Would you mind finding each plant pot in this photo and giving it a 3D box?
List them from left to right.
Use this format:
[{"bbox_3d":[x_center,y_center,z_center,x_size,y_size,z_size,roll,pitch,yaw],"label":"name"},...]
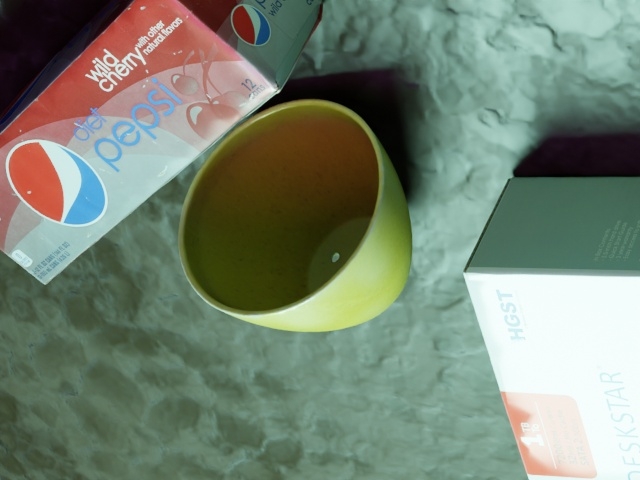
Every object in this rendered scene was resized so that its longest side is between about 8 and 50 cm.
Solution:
[{"bbox_3d":[0.000,0.000,1.105,0.134,0.134,0.095,-5,152,32],"label":"plant pot"}]

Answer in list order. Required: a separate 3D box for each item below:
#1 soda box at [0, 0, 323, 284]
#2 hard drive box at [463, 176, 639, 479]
[{"bbox_3d":[-0.114,-0.079,1.109,0.092,0.083,0.263,41,136,-13],"label":"soda box"},{"bbox_3d":[0.218,0.059,1.058,0.232,0.089,0.181,0,130,29],"label":"hard drive box"}]
